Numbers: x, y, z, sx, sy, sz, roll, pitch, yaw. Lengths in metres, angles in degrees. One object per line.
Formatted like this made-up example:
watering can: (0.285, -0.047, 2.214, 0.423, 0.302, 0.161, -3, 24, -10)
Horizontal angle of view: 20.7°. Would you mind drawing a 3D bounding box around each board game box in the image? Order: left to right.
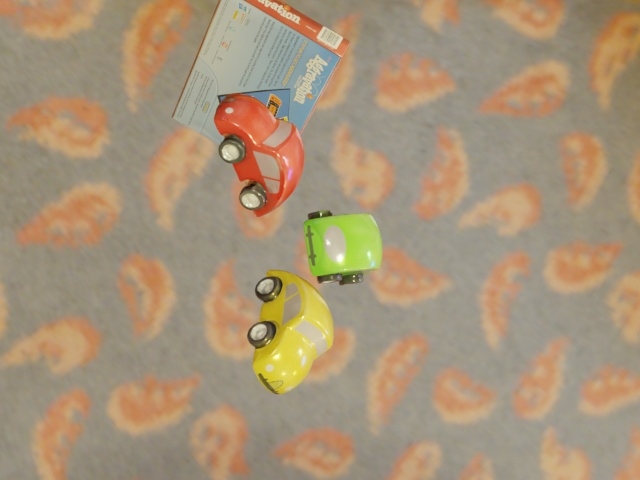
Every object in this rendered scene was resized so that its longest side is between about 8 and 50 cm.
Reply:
board game box: (-0.071, -0.177, 1.948, 0.145, 0.281, 0.027, 31, 60, -1)

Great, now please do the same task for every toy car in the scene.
toy car: (0.000, 0.000, 1.429, 0.225, 0.053, 0.239, 2, 78, -64)
